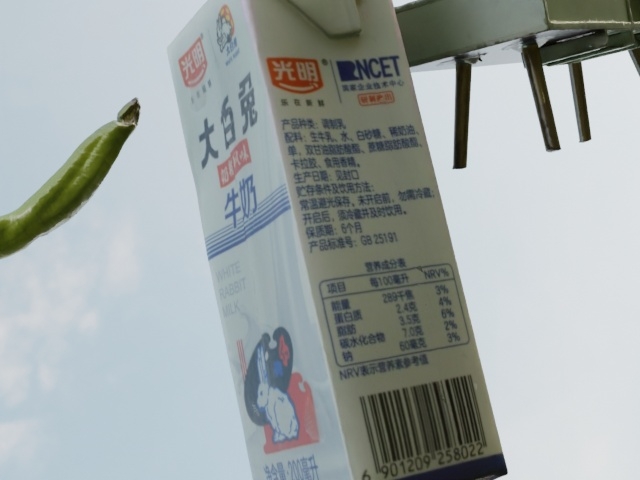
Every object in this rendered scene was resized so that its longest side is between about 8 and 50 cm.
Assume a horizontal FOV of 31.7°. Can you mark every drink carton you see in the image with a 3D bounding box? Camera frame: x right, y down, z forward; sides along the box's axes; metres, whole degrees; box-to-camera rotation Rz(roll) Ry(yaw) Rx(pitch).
[{"bbox_3d":[0.000,0.000,0.670,0.106,0.130,0.315,-7,-101,-31],"label":"drink carton"}]

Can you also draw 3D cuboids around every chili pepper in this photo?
[{"bbox_3d":[-0.220,-0.043,0.962,0.208,0.049,0.043,-40,-54,-16],"label":"chili pepper"}]

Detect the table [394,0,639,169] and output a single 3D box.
[{"bbox_3d":[0.161,-0.118,0.770,0.240,0.121,0.111,-15,-86,-50],"label":"table"}]
